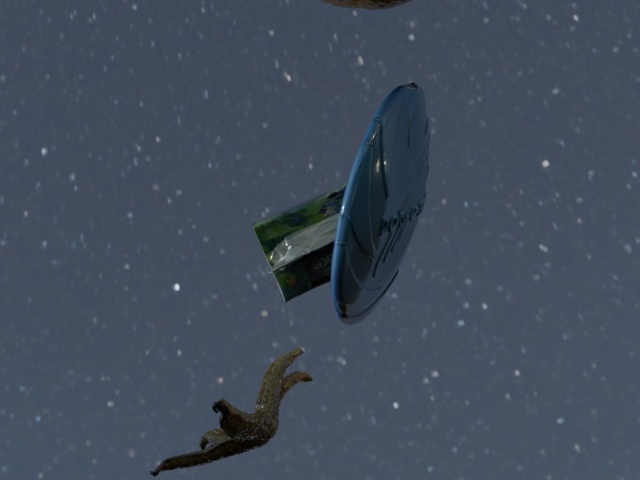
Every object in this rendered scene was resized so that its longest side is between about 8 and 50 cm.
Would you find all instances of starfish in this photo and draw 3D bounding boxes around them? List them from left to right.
[{"bbox_3d":[-0.054,0.126,0.793,0.133,0.041,0.130,-43,-8,-5],"label":"starfish"}]

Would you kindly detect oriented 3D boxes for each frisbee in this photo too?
[{"bbox_3d":[0.071,-0.031,1.129,0.045,0.242,0.242,16,-46,18],"label":"frisbee"}]

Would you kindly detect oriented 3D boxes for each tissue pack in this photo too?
[{"bbox_3d":[-0.001,0.000,1.143,0.111,0.079,0.085,-23,-85,4],"label":"tissue pack"}]

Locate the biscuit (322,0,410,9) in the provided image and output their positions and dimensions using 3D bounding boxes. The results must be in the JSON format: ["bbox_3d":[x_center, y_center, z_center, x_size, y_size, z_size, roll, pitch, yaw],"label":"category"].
[{"bbox_3d":[0.024,-0.355,1.280,0.274,0.091,0.213,28,-46,3],"label":"biscuit"}]
